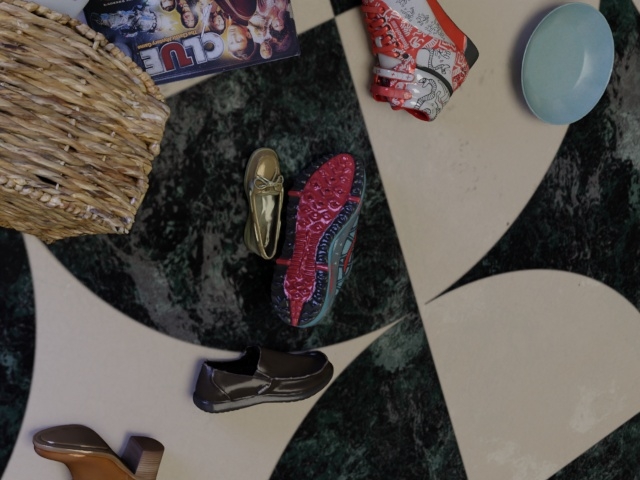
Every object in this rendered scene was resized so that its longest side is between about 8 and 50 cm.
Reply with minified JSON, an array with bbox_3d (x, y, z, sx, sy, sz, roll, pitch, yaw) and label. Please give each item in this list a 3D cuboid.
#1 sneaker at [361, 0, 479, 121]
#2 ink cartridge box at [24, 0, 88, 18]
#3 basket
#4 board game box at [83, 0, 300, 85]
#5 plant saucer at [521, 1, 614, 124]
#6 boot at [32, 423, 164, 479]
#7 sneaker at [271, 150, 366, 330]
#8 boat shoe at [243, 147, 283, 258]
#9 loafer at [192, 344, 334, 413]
[{"bbox_3d":[0.104,-0.275,1.424,0.270,0.090,0.145,36,84,-38],"label":"sneaker"},{"bbox_3d":[-0.277,-0.376,1.044,0.275,0.060,0.239,-48,151,17],"label":"ink cartridge box"},{"bbox_3d":[-0.354,-0.142,1.157,0.299,0.223,0.213,24,74,-34],"label":"basket"},{"bbox_3d":[-0.157,-0.280,1.229,0.243,0.042,0.165,-12,116,1],"label":"board game box"},{"bbox_3d":[0.383,-0.282,1.627,0.195,0.037,0.195,-12,113,-28],"label":"plant saucer"},{"bbox_3d":[-0.318,0.338,1.398,0.197,0.073,0.152,17,102,-32],"label":"boot"},{"bbox_3d":[0.000,0.000,1.473,0.125,0.104,0.262,44,65,-72],"label":"sneaker"},{"bbox_3d":[-0.075,-0.051,1.419,0.056,0.048,0.153,-2,108,-31],"label":"boat shoe"},{"bbox_3d":[-0.078,0.191,1.485,0.220,0.080,0.078,-11,113,-28],"label":"loafer"}]
